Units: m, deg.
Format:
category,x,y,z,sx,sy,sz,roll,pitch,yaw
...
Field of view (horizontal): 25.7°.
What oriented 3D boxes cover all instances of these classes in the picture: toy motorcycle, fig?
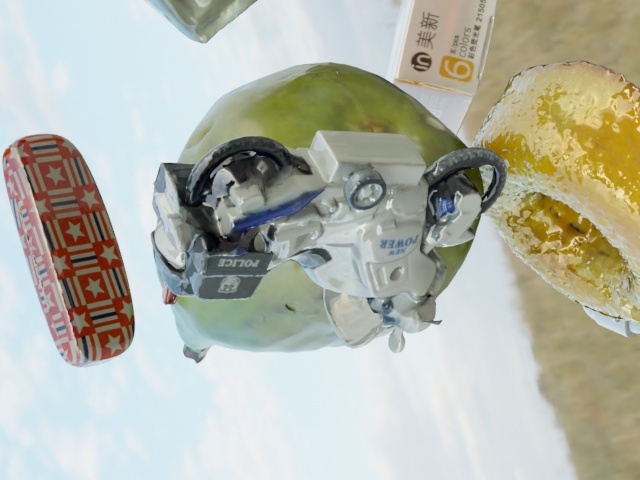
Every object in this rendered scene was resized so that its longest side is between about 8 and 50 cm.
category,x,y,z,sx,sy,sz,roll,pitch,yaw
toy motorcycle,0.000,0.000,0.826,0.102,0.221,0.150,62,139,40
fig,-0.027,0.016,1.077,0.233,0.314,0.233,29,-161,-11

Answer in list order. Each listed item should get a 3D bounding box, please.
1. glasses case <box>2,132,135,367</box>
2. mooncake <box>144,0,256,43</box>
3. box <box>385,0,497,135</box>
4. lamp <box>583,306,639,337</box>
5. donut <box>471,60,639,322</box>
category,x,y,z,sx,sy,sz,roll,pitch,yaw
glasses case,-0.205,0.008,1.142,0.073,0.049,0.194,-11,-101,-43
mooncake,-0.052,-0.172,0.646,0.073,0.130,0.125,47,-177,-44
box,0.127,-0.221,1.509,0.274,0.091,0.221,104,179,-80
lamp,0.323,0.008,1.326,0.179,0.108,0.246,-64,-18,3
donut,0.225,-0.037,1.098,0.253,0.118,0.253,37,161,15
